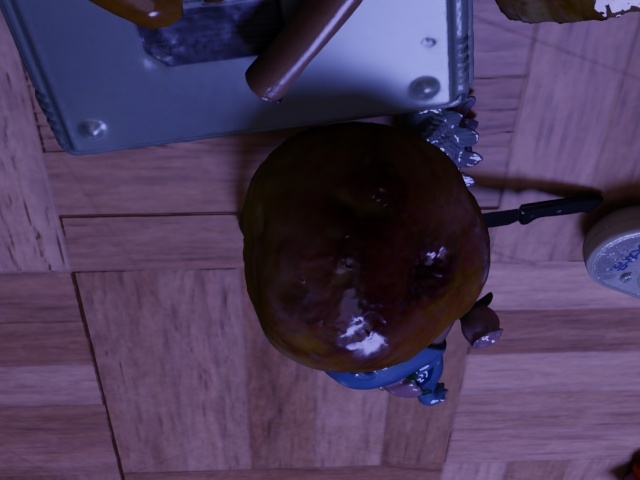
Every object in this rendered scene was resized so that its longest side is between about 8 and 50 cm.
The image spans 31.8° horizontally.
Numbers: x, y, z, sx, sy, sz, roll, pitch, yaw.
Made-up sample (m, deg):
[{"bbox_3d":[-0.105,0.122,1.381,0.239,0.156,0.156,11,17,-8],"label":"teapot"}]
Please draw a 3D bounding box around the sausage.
[{"bbox_3d":[0.001,-0.116,0.567,0.026,0.026,0.116,21,133,-26],"label":"sausage"}]

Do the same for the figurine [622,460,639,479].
[{"bbox_3d":[0.347,0.272,1.175,0.083,0.071,0.067,18,178,-13],"label":"figurine"}]

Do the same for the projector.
[{"bbox_3d":[-0.046,-0.148,0.619,0.256,0.099,0.192,-6,139,3],"label":"projector"}]

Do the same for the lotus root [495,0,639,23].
[{"bbox_3d":[0.150,-0.183,0.587,0.159,0.095,0.135,-38,130,13],"label":"lotus root"}]

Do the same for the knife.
[{"bbox_3d":[0.132,-0.017,0.828,0.170,0.010,0.023,-8,146,-16],"label":"knife"}]

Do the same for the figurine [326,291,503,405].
[{"bbox_3d":[0.072,0.066,0.891,0.144,0.114,0.178,-27,147,15],"label":"figurine"}]

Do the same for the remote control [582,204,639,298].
[{"bbox_3d":[0.304,0.024,0.895,0.221,0.042,0.078,17,135,-24],"label":"remote control"}]

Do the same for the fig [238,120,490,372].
[{"bbox_3d":[0.000,0.000,0.746,0.159,0.159,0.257,21,173,-26],"label":"fig"}]

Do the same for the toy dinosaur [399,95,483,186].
[{"bbox_3d":[0.069,-0.053,0.788,0.082,0.039,0.209,-1,145,-7],"label":"toy dinosaur"}]

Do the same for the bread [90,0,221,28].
[{"bbox_3d":[-0.017,-0.224,0.359,0.336,0.204,0.358,-2,164,-22],"label":"bread"}]
